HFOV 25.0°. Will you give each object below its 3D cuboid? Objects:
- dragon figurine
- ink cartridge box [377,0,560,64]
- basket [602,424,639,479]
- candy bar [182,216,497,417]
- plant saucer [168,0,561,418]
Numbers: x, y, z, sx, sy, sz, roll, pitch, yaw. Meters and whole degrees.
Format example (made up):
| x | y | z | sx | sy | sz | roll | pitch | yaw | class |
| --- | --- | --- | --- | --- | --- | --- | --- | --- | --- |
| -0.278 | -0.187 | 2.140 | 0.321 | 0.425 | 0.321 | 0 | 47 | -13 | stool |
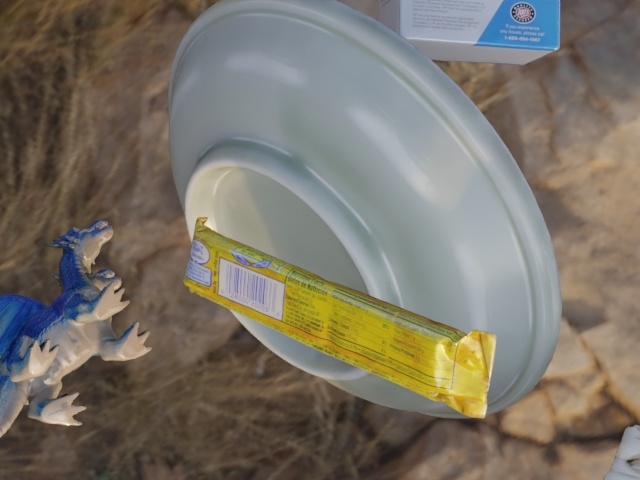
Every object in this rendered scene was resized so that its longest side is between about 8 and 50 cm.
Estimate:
| x | y | z | sx | sy | sz | roll | pitch | yaw | class |
| --- | --- | --- | --- | --- | --- | --- | --- | --- | --- |
| -0.243 | 0.094 | 1.210 | 0.289 | 0.144 | 0.085 | -48 | 123 | -32 | dragon figurine |
| 0.123 | -0.250 | 1.208 | 0.140 | 0.082 | 0.190 | 2 | 85 | -13 | ink cartridge box |
| 0.325 | 0.350 | 1.028 | 0.266 | 0.328 | 0.331 | -58 | 149 | -25 | basket |
| 0.003 | 0.031 | 0.630 | 0.018 | 0.161 | 0.040 | -29 | 134 | -50 | candy bar |
| 0.000 | 0.000 | 1.146 | 0.100 | 0.400 | 0.400 | -40 | 98 | -32 | plant saucer |
